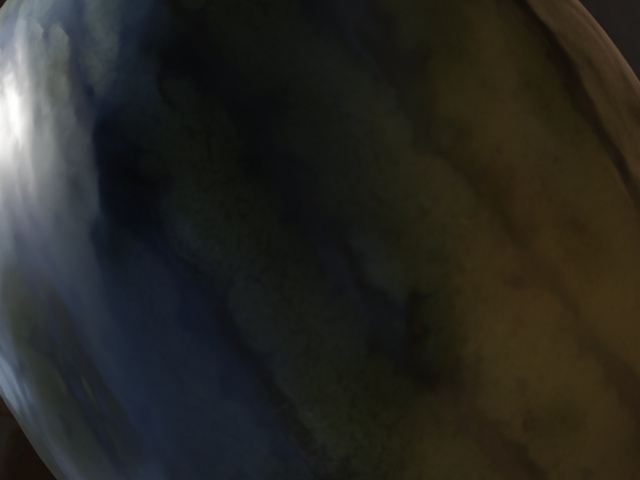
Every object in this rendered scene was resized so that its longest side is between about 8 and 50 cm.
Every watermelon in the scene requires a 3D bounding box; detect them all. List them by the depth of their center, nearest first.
[{"bbox_3d":[0.000,0.000,0.507,0.279,0.359,0.279,-31,0,0],"label":"watermelon"}]
